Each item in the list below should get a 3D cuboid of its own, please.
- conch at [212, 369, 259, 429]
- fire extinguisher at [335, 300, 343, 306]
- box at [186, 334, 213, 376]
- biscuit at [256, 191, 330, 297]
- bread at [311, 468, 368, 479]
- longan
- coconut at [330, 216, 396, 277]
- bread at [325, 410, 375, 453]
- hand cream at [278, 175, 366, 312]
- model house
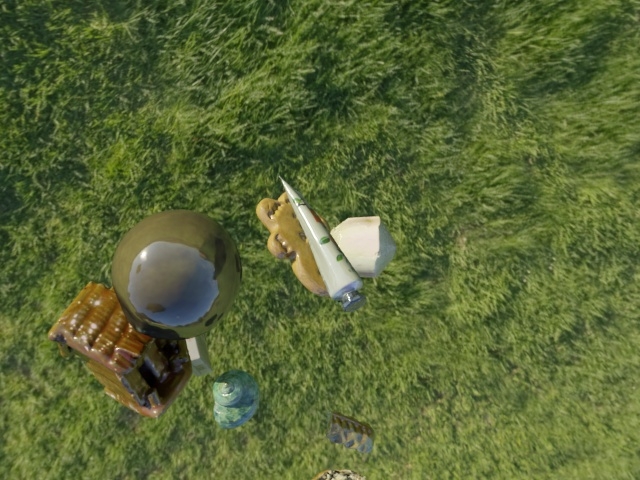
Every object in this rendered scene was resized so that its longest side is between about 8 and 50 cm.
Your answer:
[{"bbox_3d":[-0.279,0.512,1.578,0.176,0.122,0.188,-38,115,-23],"label":"conch"},{"bbox_3d":[0.031,0.164,1.890,0.311,0.096,0.114,39,69,-48],"label":"fire extinguisher"},{"bbox_3d":[-0.398,0.338,1.525,0.058,0.140,0.201,-18,156,-8],"label":"box"},{"bbox_3d":[-0.036,0.010,1.425,0.052,0.275,0.354,-41,79,36],"label":"biscuit"},{"bbox_3d":[0.077,0.743,1.311,0.274,0.274,0.149,9,99,-9],"label":"bread"},{"bbox_3d":[-0.218,0.053,0.747,0.197,0.196,0.220,4,138,-6],"label":"longan"},{"bbox_3d":[0.102,0.018,1.152,0.153,0.147,0.147,0,120,10],"label":"coconut"},{"bbox_3d":[0.118,0.723,1.851,0.232,0.128,0.088,34,117,-24],"label":"bread"},{"bbox_3d":[0.000,0.000,0.723,0.050,0.233,0.080,-34,152,10],"label":"hand cream"},{"bbox_3d":[-0.348,0.166,0.866,0.220,0.199,0.229,-1,129,29],"label":"model house"}]
